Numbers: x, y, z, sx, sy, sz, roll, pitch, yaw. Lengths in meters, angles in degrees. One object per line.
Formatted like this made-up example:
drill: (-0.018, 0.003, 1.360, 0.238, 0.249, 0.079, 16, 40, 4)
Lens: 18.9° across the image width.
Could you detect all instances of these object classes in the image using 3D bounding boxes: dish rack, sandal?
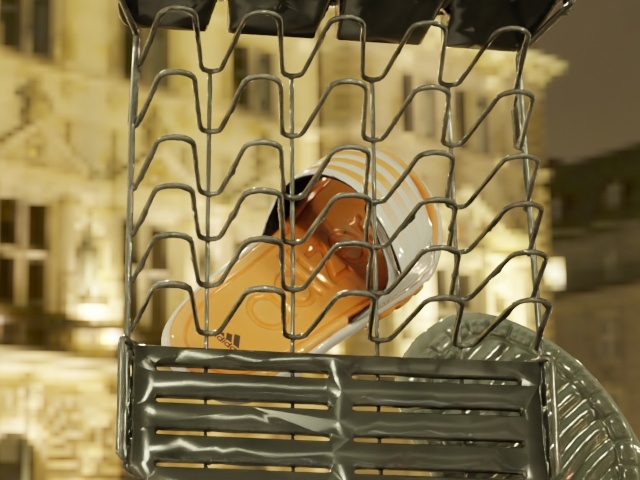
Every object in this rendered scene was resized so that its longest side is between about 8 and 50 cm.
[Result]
dish rack: (0.009, -0.014, 0.823, 0.208, 0.271, 0.074, 2, -25, -7)
sandal: (0.008, 0.007, 1.151, 0.265, 0.102, 0.076, -43, -11, -48)

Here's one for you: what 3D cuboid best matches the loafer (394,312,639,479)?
loafer: (0.123, 0.144, 0.897, 0.094, 0.251, 0.087, -36, -12, -17)
